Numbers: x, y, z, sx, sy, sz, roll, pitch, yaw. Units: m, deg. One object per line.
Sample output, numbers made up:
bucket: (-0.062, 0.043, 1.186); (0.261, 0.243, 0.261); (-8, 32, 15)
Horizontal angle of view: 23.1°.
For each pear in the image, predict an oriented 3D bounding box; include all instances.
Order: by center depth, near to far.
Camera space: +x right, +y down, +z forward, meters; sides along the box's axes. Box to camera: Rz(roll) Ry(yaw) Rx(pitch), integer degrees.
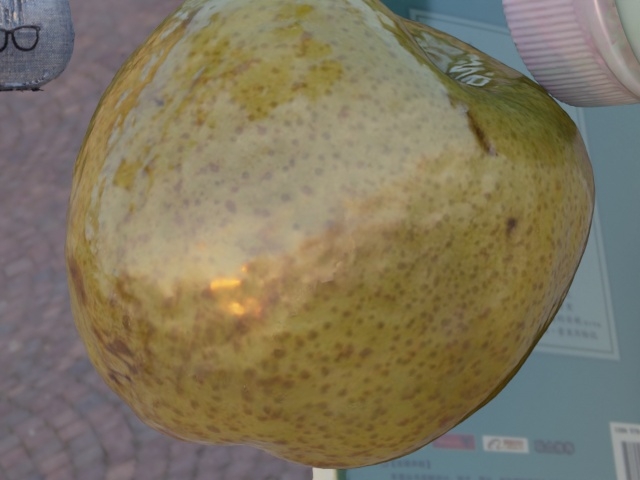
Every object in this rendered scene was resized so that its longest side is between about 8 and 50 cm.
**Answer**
pear: (0.000, 0.000, 0.684); (0.211, 0.229, 0.188); (-59, 24, 12)

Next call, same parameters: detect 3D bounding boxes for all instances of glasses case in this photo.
glasses case: (-0.326, -0.162, 1.191); (0.283, 0.109, 0.067); (-5, 2, -27)

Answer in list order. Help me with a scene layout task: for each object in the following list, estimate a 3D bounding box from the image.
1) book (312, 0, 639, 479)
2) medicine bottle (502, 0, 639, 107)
book: (0.105, -0.012, 0.884); (0.031, 0.264, 0.379); (-36, 51, 53)
medicine bottle: (0.200, -0.124, 0.659); (0.225, 0.139, 0.139); (-2, 33, 43)
